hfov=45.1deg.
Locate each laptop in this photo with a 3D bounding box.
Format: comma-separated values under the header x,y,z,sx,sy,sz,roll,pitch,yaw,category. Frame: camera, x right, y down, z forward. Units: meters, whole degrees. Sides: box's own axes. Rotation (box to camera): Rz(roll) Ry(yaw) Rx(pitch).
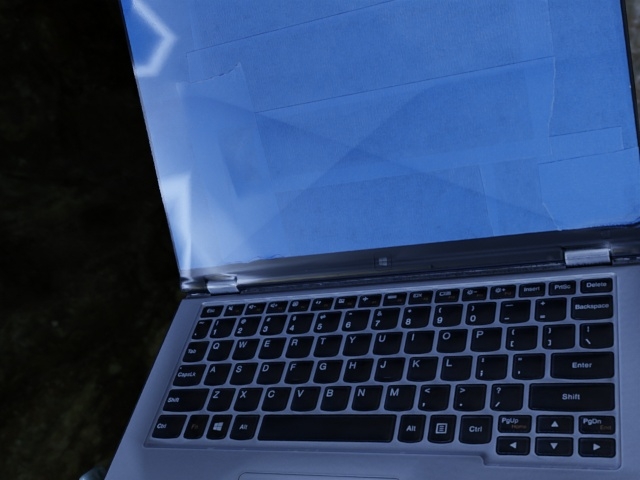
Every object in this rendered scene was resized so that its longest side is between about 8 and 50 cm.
x,y,z,sx,sy,sz,roll,pitch,yaw,category
0.000,0.000,0.493,0.236,0.382,0.408,60,-145,-39,laptop

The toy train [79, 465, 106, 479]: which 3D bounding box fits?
x,y,z,sx,sy,sz,roll,pitch,yaw,category
-0.155,0.260,0.718,0.190,0.142,0.334,-31,-6,-42,toy train
